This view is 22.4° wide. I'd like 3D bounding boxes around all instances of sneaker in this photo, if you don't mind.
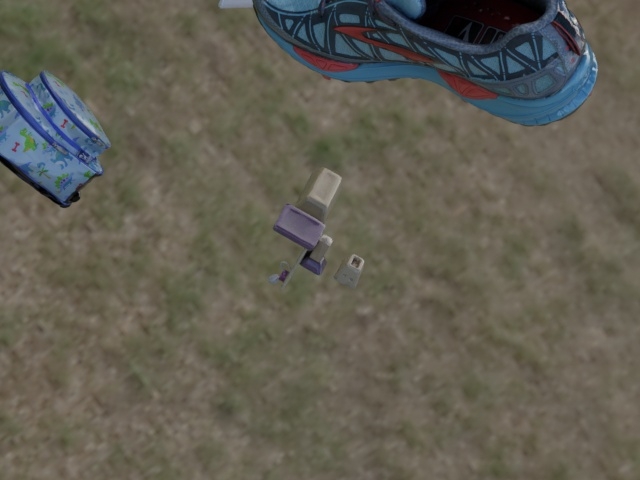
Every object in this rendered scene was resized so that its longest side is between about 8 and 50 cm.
[{"bbox_3d":[0.066,-0.171,1.125,0.104,0.262,0.125,-66,157,-19],"label":"sneaker"}]

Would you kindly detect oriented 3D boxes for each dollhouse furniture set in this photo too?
[{"bbox_3d":[0.000,0.000,1.496,0.091,0.081,0.114,29,43,-3],"label":"dollhouse furniture set"}]

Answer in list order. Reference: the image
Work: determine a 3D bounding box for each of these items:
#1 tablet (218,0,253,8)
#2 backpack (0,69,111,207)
[{"bbox_3d":[-0.068,-0.252,1.580,0.006,0.054,0.083,31,22,22],"label":"tablet"},{"bbox_3d":[-0.252,-0.102,1.456,0.114,0.084,0.105,37,12,-45],"label":"backpack"}]
